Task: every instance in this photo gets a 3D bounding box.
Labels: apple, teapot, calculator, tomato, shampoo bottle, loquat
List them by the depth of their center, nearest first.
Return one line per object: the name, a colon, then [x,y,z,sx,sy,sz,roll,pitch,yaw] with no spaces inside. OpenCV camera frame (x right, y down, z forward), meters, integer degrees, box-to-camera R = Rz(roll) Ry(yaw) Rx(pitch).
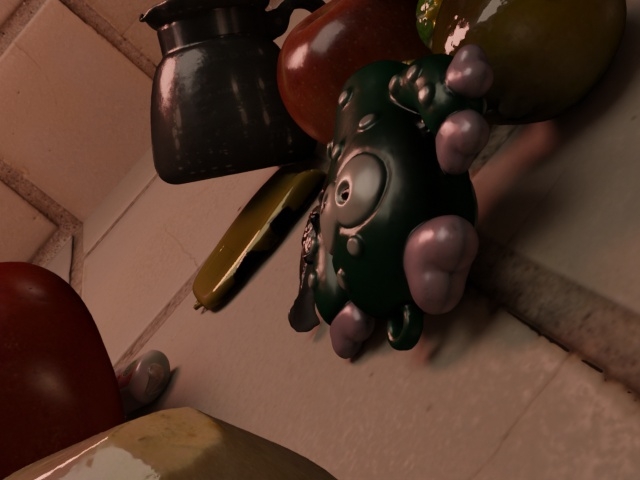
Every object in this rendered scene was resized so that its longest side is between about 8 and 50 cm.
loquat: [0.172,-0.177,0.738,0.152,0.152,0.195,-23,37,53]
tomato: [-0.357,0.184,0.959,0.293,0.289,0.325,-20,28,-9]
apple: [0.048,-0.201,1.051,0.201,0.162,0.201,-33,17,11]
shampoo bottle: [-0.220,0.171,1.080,0.099,0.043,0.072,-32,27,42]
calculator: [-0.090,-0.007,1.160,0.236,0.033,0.157,-52,20,-5]
teapot: [-0.099,-0.238,1.224,0.305,0.285,0.223,-12,6,5]

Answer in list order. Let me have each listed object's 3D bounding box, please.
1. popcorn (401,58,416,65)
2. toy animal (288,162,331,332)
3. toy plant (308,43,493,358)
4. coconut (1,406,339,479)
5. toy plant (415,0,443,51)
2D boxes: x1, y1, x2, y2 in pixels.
popcorn: [0.098,-0.119,0.867,0.116,0.121,0.106,93,176,-81]
toy animal: [0.004,-0.004,0.894,0.202,0.070,0.105,-88,23,-57]
toy plant: [0.058,-0.028,0.698,0.232,0.113,0.243,165,114,-69]
coconut: [-0.090,0.191,0.494,0.197,0.237,0.237,27,74,39]
toy plant: [0.145,-0.215,0.878,0.093,0.093,0.162,-41,-8,21]
